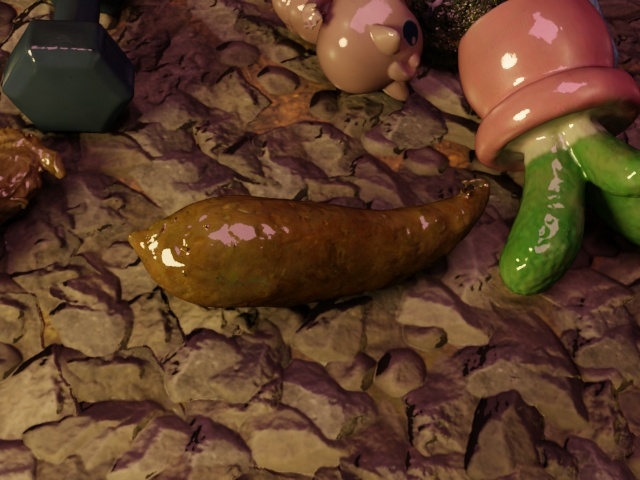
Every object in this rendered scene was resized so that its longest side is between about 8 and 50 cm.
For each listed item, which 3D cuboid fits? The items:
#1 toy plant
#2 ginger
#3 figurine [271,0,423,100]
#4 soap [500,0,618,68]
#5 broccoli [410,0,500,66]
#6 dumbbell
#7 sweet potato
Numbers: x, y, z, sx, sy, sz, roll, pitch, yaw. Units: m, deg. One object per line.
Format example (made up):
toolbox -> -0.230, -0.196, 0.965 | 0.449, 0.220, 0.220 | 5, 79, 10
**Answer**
toy plant -> 0.326, -0.129, 1.095 | 0.317, 0.210, 0.356 | -12, 69, -20
ginger -> -0.403, -0.023, 0.960 | 0.122, 0.084, 0.290 | 28, 54, 10
figurine -> 0.031, -0.319, 1.213 | 0.287, 0.176, 0.186 | 36, 80, 34
soap -> 0.343, -0.340, 1.331 | 0.156, 0.077, 0.293 | 1, 53, -9
broccoli -> 0.191, -0.321, 1.266 | 0.162, 0.145, 0.138 | 27, 20, 29
dumbbell -> -0.314, -0.288, 1.140 | 0.157, 0.143, 0.316 | 1, 53, -9
sweet potato -> 0.003, 0.005, 0.985 | 0.423, 0.130, 0.130 | -6, 55, -16
